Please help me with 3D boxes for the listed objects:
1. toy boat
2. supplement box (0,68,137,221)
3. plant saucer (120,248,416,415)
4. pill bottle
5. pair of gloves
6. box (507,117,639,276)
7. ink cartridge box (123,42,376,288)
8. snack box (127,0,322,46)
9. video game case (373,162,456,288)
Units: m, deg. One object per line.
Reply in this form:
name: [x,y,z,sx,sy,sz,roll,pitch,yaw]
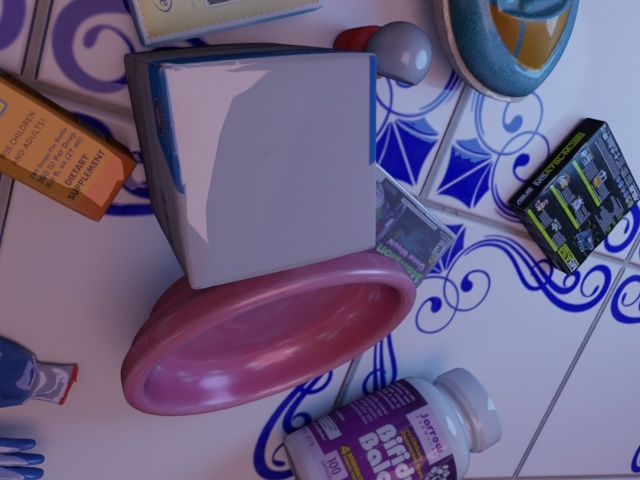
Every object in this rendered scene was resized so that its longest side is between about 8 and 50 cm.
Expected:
toy boat: [0.171,-0.256,0.594,0.318,0.148,0.267,-29,120,-12]
supplement box: [-0.293,-0.111,0.485,0.233,0.080,0.078,33,93,-29]
plant saucer: [-0.057,0.094,0.602,0.332,0.084,0.332,-19,153,-10]
pill bottle: [0.111,0.309,0.793,0.301,0.169,0.169,-22,119,-15]
pair of gloves: [-0.372,0.205,0.584,0.159,0.023,0.198,21,83,-34]
box: [0.413,-0.065,0.848,0.184,0.045,0.190,-47,123,3]
ink cartridge box: [-0.075,-0.092,0.501,0.168,0.232,0.171,-13,116,-22]
snack box: [-0.117,-0.358,0.470,0.187,0.060,0.322,-19,118,-16]
video game case: [0.079,0.013,0.725,0.190,0.022,0.173,36,93,-33]
